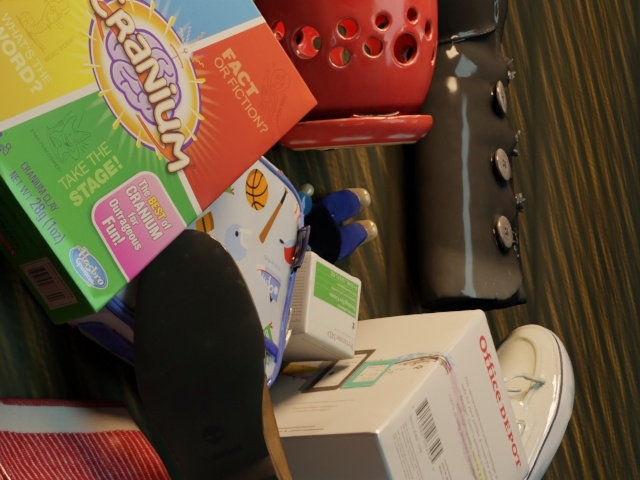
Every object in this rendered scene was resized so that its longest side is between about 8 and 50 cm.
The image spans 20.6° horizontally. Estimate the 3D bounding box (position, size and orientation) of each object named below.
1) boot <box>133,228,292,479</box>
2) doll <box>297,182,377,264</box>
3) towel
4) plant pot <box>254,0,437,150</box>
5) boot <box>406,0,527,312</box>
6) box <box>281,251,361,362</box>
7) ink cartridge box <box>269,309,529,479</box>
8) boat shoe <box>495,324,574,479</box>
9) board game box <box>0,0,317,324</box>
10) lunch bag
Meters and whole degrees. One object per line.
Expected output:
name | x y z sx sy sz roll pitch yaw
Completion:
boot | -0.087 0.137 1.513 0.115 0.112 0.305 -68 145 -83
doll | 0.000 0.000 1.879 0.189 0.046 0.129 -25 104 -58
towel | -0.156 0.258 1.411 0.237 0.037 0.329 11 41 -57
plant pot | 0.030 -0.183 1.832 0.191 0.191 0.174 -5 92 -59
boot | 0.129 -0.141 2.050 0.367 0.146 0.445 9 81 -56
box | -0.028 0.069 1.765 0.101 0.102 0.087 31 60 -54
ink cartridge box | 0.058 0.220 1.784 0.270 0.197 0.198 -41 118 -54
boat shoe | 0.182 0.222 2.071 0.156 0.136 0.367 53 52 -36
board game box | -0.169 -0.122 1.445 0.316 0.064 0.242 -47 111 -38
lunch bag | -0.128 0.013 1.604 0.303 0.115 0.243 39 53 -47
